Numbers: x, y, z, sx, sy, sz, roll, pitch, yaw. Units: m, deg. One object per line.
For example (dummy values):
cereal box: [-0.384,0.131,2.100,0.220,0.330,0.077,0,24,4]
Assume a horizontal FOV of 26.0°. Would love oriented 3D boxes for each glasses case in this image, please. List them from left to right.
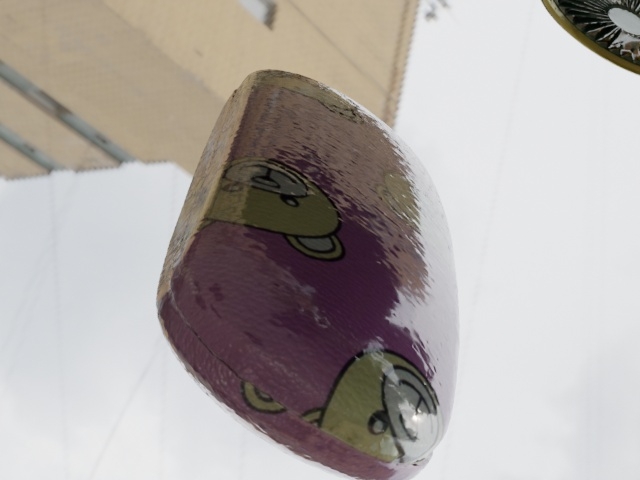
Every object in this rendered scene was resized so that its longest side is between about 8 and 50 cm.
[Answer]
glasses case: [0.000,0.000,0.618,0.076,0.123,0.316,-52,-168,19]

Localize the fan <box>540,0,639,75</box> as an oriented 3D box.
fan: [0.146,-0.081,0.566,0.082,0.155,0.039,22,-106,42]
